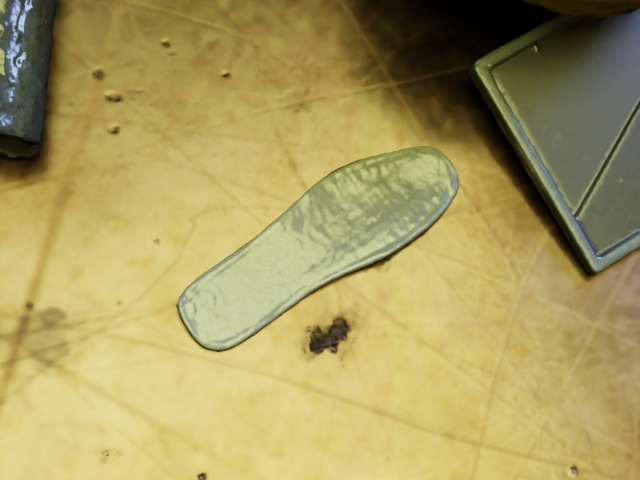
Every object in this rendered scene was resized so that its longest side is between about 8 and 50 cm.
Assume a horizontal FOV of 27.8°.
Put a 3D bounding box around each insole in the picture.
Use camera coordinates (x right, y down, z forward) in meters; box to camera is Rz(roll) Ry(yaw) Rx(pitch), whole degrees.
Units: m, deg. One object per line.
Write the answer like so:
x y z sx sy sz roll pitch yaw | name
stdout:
0.000 0.000 0.775 0.192 0.010 0.063 -34 81 -14 | insole

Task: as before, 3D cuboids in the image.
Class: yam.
-0.187 -0.135 0.765 0.068 0.068 0.169 4 79 -5 | yam

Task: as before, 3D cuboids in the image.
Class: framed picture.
0.213 -0.092 0.804 0.203 0.015 0.150 -31 88 -10 | framed picture

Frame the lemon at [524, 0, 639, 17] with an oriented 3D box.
0.138 -0.265 0.736 0.284 0.260 0.260 26 72 32 | lemon
